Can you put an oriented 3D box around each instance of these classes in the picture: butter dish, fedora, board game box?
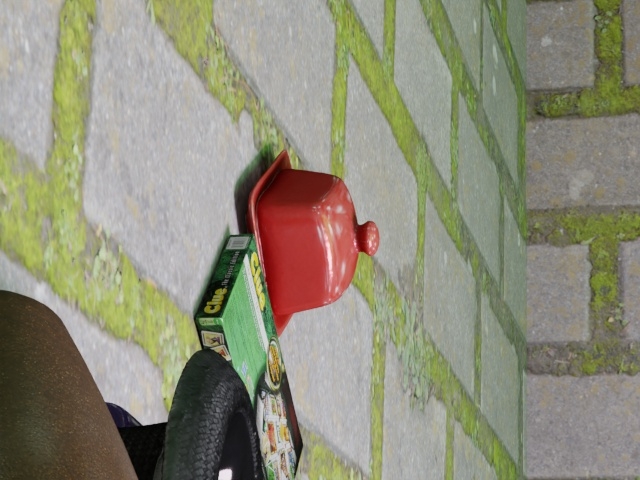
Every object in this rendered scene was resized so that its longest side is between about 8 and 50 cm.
[{"bbox_3d":[0.000,0.000,1.687,0.160,0.118,0.160,-57,141,-66],"label":"butter dish"},{"bbox_3d":[-0.126,0.230,1.064,0.334,0.152,0.334,3,90,-84],"label":"fedora"},{"bbox_3d":[-0.063,0.138,1.600,0.136,0.030,0.259,-68,152,-54],"label":"board game box"}]

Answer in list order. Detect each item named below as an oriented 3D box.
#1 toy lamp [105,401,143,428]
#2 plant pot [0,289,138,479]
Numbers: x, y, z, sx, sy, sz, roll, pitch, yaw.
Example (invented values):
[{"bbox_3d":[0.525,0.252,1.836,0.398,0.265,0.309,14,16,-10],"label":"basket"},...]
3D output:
[{"bbox_3d":[-0.127,0.218,1.248,0.274,0.080,0.080,76,18,-46],"label":"toy lamp"},{"bbox_3d":[-0.176,0.148,0.870,0.215,0.215,0.230,67,11,-53],"label":"plant pot"}]
